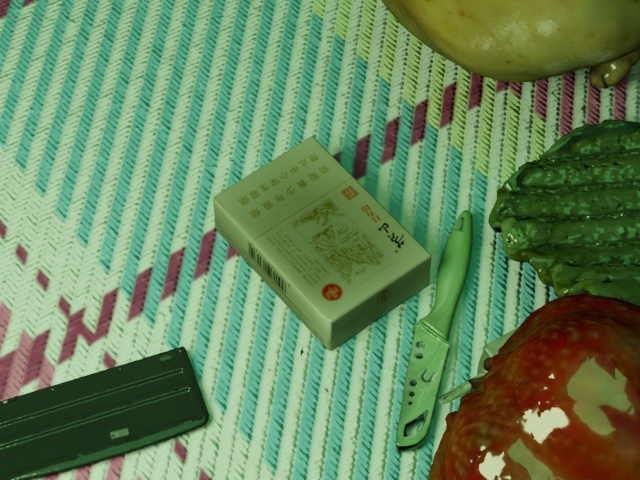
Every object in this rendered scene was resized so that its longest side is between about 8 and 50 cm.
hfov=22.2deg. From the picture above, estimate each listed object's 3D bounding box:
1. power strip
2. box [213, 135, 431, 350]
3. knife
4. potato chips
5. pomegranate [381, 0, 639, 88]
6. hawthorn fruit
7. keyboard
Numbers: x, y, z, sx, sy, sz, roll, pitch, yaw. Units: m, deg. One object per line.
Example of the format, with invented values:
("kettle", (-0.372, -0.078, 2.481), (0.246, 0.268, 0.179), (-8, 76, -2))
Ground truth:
("power strip", (0.190, 0.120, 1.592), (0.175, 0.075, 0.042), (-27, 61, -19))
("box", (0.000, 0.000, 1.686), (0.141, 0.058, 0.201), (-34, 61, -22))
("knife", (0.116, 0.086, 1.650), (0.043, 0.020, 0.293), (12, 57, 5))
("potato chips", (0.393, -0.025, 1.664), (0.429, 0.070, 0.358), (-6, 38, -7))
("pomegranate", (0.248, -0.343, 1.756), (0.411, 0.411, 0.411), (0, 55, 0))
("hawthorn fruit", (0.267, 0.215, 1.431), (0.330, 0.287, 0.287), (35, 61, 6))
("keyboard", (-0.200, 0.161, 1.591), (0.381, 0.041, 0.103), (-19, 58, -6))
